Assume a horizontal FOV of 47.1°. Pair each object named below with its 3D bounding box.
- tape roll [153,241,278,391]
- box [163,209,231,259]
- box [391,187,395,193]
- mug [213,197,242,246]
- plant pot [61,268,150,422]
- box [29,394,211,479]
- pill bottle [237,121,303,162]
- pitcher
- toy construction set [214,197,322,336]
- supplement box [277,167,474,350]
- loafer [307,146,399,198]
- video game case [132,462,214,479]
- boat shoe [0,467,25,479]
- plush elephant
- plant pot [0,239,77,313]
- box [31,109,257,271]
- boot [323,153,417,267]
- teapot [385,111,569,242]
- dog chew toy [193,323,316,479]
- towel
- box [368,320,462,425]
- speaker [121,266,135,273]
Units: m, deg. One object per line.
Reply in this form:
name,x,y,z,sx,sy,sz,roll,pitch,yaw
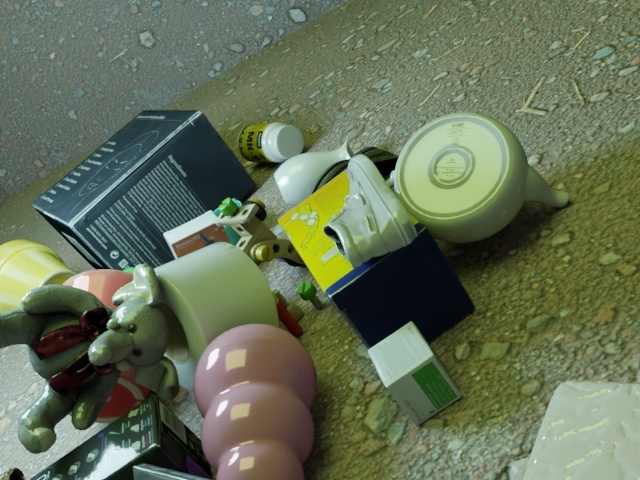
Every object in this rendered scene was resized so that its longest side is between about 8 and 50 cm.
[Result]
tape roll,-0.221,0.143,1.407,0.169,0.246,0.246,-24,17,-38
box,-0.271,0.038,1.731,0.130,0.170,0.091,-28,26,-12
box,0.173,-0.101,1.597,0.233,0.059,0.183,-1,45,48
mug,-0.221,-0.033,1.889,0.130,0.097,0.157,5,47,52
plant pot,-0.458,0.240,1.586,0.275,0.275,0.243,-24,41,21
box,-0.339,0.422,1.248,0.270,0.165,0.143,-34,28,1
pill bottle,-0.148,-0.290,2.179,0.119,0.119,0.209,-49,30,-23
pitcher,0.001,-0.150,1.817,0.207,0.125,0.177,-22,44,2
toy construction set,-0.144,0.048,1.530,0.257,0.237,0.309,-39,29,-6
supplement box,0.087,0.036,1.339,0.195,0.194,0.356,-36,28,0
loafer,0.077,-0.127,1.554,0.084,0.096,0.267,9,36,37
video game case,-0.176,0.435,1.050,0.274,0.195,0.026,-6,0,44
boat shoe,-0.618,0.526,1.479,0.095,0.095,0.257,-40,27,-20
plush elephant,-0.384,0.185,1.291,0.256,0.271,0.330,-16,6,30
plant pot,-0.834,0.142,2.169,0.239,0.254,0.254,15,55,37
box,-0.530,-0.135,2.175,0.471,0.297,0.480,-47,29,-17
boot,0.055,-0.052,1.195,0.124,0.095,0.258,-27,30,0
teapot,0.264,-0.096,1.338,0.252,0.187,0.256,-42,56,8
dog chew toy,-0.099,0.290,1.165,0.207,0.206,0.331,-28,36,14
towel,0.374,0.288,0.788,0.332,0.053,0.317,-6,41,44
box,0.143,0.202,1.121,0.087,0.101,0.102,-34,28,4
speaker,-0.535,0.208,1.837,0.131,0.131,0.296,-4,42,45
